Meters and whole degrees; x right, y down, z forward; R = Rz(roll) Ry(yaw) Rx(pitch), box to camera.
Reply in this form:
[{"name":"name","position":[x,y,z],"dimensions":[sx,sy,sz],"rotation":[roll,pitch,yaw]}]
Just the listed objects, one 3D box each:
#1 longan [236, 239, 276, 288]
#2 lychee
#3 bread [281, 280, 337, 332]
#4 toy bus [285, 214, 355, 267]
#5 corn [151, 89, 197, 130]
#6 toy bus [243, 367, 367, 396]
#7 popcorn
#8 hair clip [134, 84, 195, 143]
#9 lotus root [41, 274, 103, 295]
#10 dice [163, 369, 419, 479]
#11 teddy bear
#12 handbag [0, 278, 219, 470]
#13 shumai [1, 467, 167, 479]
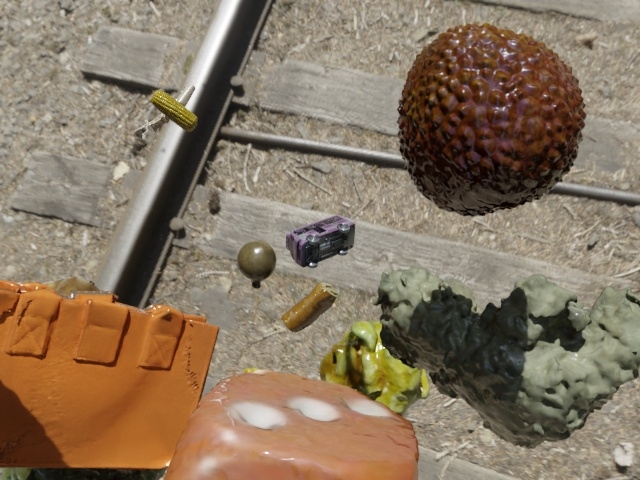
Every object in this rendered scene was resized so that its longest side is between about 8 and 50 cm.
[{"name":"longan","position":[-0.157,0.058,1.365],"dimensions":[0.106,0.106,0.119],"rotation":[3,95,8]},{"name":"lychee","position":[0.166,-0.116,0.561],"dimensions":[0.194,0.194,0.194],"rotation":[-2,72,6]},{"name":"bread","position":[-0.015,0.095,0.797],"dimensions":[0.083,0.047,0.036],"rotation":[-43,72,6]},{"name":"toy bus","position":[0.000,0.000,1.437],"dimensions":[0.178,0.086,0.098],"rotation":[-21,39,-34]},{"name":"corn","position":[-0.261,-0.232,0.999],"dimensions":[0.092,0.037,0.037],"rotation":[37,77,-24]},{"name":"toy bus","position":[-0.017,0.381,1.217],"dimensions":[0.331,0.151,0.145],"rotation":[20,75,-29]},{"name":"popcorn","position":[0.154,0.358,1.520],"dimensions":[0.274,0.279,0.335],"rotation":[43,105,8]},{"name":"hair clip","position":[-0.442,-0.366,1.616],"dimensions":[0.226,0.034,0.072],"rotation":[-41,48,-2]},{"name":"lotus root","position":[-0.787,0.253,1.690],"dimensions":[0.272,0.272,0.192],"rotation":[1,30,7]},{"name":"dice","position":[-0.020,0.215,0.433],"dimensions":[0.179,0.174,0.175],"rotation":[14,93,8]},{"name":"teddy bear","position":[0.259,0.150,0.865],"dimensions":[0.367,0.357,0.224],"rotation":[38,51,13]},{"name":"handbag","position":[-0.410,0.233,0.959],"dimensions":[0.410,0.116,0.303],"rotation":[15,91,-30]},{"name":"shumai","position":[-0.544,0.553,1.298],"dimensions":[0.395,0.395,0.348],"rotation":[23,110,13]}]
